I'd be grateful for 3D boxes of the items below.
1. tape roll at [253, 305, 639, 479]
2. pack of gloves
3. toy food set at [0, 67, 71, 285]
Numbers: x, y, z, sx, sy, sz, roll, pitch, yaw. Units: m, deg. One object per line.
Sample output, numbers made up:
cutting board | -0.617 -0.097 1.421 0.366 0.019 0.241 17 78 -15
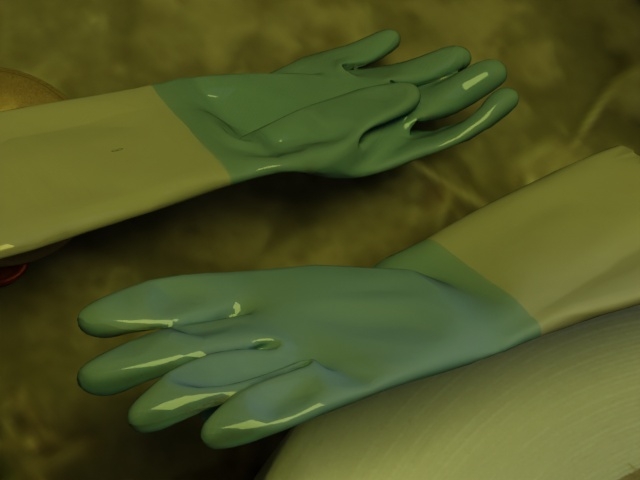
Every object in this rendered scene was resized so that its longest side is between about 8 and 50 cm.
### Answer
tape roll | 0.144 0.181 0.600 0.392 0.072 0.392 6 64 -13
pack of gloves | 0.000 0.000 0.615 0.232 0.046 0.195 -15 38 -27
toy food set | -0.121 -0.025 0.645 0.083 0.020 0.082 -26 76 -25
